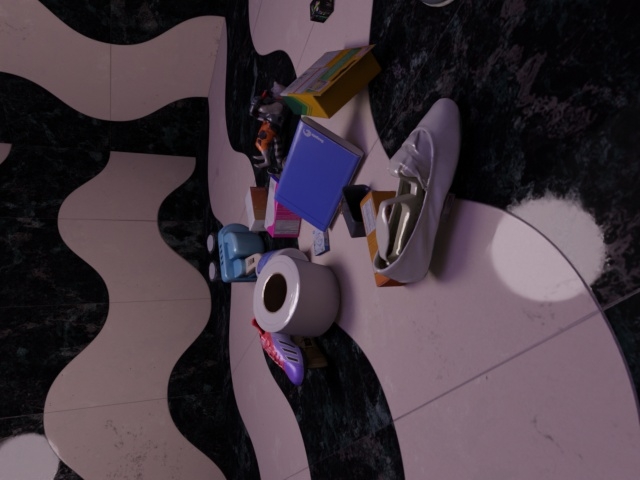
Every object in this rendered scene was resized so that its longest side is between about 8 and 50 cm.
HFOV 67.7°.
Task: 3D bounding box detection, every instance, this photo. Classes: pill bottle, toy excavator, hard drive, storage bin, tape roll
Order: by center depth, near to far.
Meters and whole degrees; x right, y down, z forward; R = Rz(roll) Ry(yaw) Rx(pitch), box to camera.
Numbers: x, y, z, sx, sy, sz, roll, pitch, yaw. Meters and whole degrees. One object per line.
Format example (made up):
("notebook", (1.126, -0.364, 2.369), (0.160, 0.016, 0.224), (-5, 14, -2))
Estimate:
("storage bin", (0.098, -0.074, 1.319), (0.091, 0.098, 0.135), (103, 155, -50))
("hard drive", (-0.016, -0.195, 1.475), (0.210, 0.040, 0.319), (34, 134, 9))
("tape roll", (-0.080, 0.181, 1.525), (0.246, 0.169, 0.246), (-20, 62, 44))
("pill bottle", (-0.155, 0.110, 1.806), (0.272, 0.152, 0.152), (171, 98, -66))
("toy excavator", (-0.334, 0.092, 2.178), (0.445, 0.222, 0.433), (-35, 59, 52))

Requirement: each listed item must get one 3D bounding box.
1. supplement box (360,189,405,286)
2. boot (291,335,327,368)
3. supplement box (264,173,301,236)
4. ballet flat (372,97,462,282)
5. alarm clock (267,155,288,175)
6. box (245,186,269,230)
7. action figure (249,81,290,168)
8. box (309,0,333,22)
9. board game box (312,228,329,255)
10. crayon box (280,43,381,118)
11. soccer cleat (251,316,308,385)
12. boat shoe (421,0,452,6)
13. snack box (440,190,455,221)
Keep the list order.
("supplement box", (0.164, -0.006, 1.177), (0.080, 0.078, 0.233), (133, 133, -61))
("boot", (-0.050, 0.325, 1.645), (0.262, 0.095, 0.203), (179, 92, -69))
("supplement box", (-0.137, -0.131, 1.817), (0.111, 0.114, 0.220), (-134, 51, -57))
("ballet flat", (0.192, -0.099, 0.993), (0.139, 0.139, 0.400), (-144, 61, -61))
("alarm clock", (-0.084, -0.240, 1.598), (0.064, 0.192, 0.129), (99, 156, -44))
("box", (-0.242, -0.134, 2.031), (0.091, 0.130, 0.170), (125, 138, -53))
("action figure", (-0.196, -0.483, 1.974), (0.341, 0.178, 0.330), (-75, 1, -72))
("box", (0.003, -0.773, 1.582), (0.083, 0.052, 0.062), (169, 100, -67))
("board game box", (0.000, 0.000, 1.617), (0.090, 0.020, 0.090), (149, 118, -63))
("crayon box", (0.030, -0.443, 1.341), (0.203, 0.083, 0.323), (-44, 27, -5))
("soccer cleat", (-0.137, 0.358, 1.577), (0.318, 0.116, 0.109), (54, 128, 51))
("boat shoe", (0.208, -0.599, 1.057), (0.319, 0.099, 0.116), (-121, 39, -50))
("snack box", (0.237, -0.107, 1.079), (0.178, 0.022, 0.064), (-129, 45, -55))
